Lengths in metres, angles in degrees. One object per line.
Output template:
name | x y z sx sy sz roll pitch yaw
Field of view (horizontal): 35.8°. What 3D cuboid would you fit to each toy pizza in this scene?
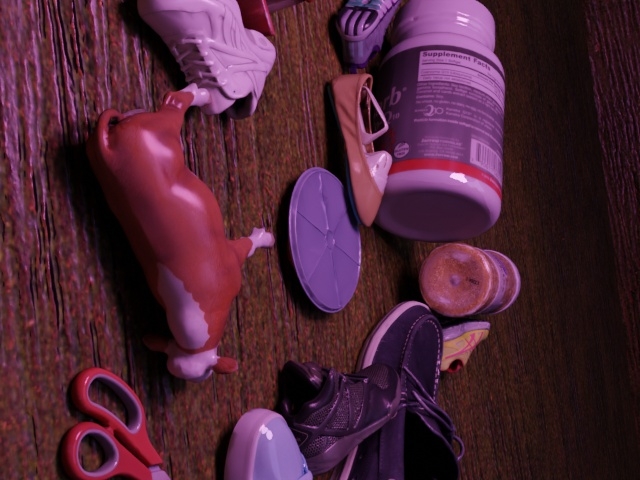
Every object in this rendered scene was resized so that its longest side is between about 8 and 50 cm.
toy pizza | 0.000 0.000 1.363 0.201 0.032 0.201 24 63 -58

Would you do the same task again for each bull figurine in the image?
bull figurine | -0.138 -0.006 1.022 0.188 0.101 0.310 -61 138 -55

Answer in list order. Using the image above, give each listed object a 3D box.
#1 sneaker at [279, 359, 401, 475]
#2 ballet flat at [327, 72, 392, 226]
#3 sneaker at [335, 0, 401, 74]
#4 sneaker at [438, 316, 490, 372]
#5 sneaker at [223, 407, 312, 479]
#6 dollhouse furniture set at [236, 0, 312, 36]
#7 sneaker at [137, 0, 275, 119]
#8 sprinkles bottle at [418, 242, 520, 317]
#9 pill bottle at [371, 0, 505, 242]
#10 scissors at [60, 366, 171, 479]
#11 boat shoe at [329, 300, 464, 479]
sneaker | 0.027 0.193 1.285 0.227 0.087 0.130 -31 114 -45
ballet flat | 0.066 -0.137 1.436 0.080 0.073 0.232 21 55 -71
sneaker | 0.077 -0.348 1.572 0.223 0.083 0.098 -56 154 -46
sneaker | 0.236 0.184 1.746 0.208 0.081 0.094 -1 92 -56
sneaker | -0.001 0.365 1.144 0.135 0.150 0.366 -34 114 -61
dollhouse furniture set | -0.092 -0.383 1.138 0.374 0.152 0.201 51 41 -47
sneaker | -0.123 -0.204 1.111 0.232 0.090 0.115 29 62 -57
sprinkles bottle | 0.264 0.071 1.712 0.355 0.121 0.121 9 76 -71
pill bottle | 0.188 -0.197 1.583 0.210 0.210 0.363 44 46 -51
scissors | -0.162 0.232 1.001 0.297 0.021 0.109 50 40 -45
boat shoe | 0.124 0.287 1.407 0.187 0.156 0.500 62 32 -33
